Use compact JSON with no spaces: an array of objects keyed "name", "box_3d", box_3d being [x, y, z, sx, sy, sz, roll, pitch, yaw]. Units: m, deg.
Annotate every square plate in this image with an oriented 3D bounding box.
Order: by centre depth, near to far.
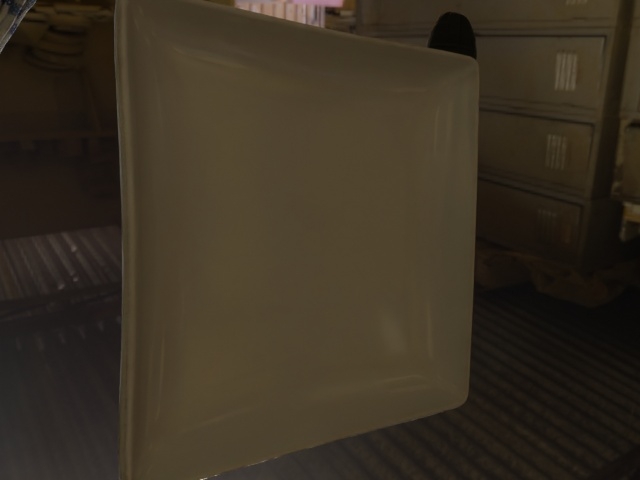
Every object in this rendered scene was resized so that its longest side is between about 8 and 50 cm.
[{"name":"square plate","box_3d":[0.000,0.000,0.497,0.348,0.343,0.049,-2,-175,-35]}]

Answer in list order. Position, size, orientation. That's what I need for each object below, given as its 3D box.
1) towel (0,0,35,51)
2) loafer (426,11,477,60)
[{"name":"towel","box_3d":[-0.258,-0.174,0.403,0.209,0.284,0.034,22,173,35]},{"name":"loafer","box_3d":[0.147,-0.190,0.705,0.062,0.169,0.061,10,166,-2]}]
